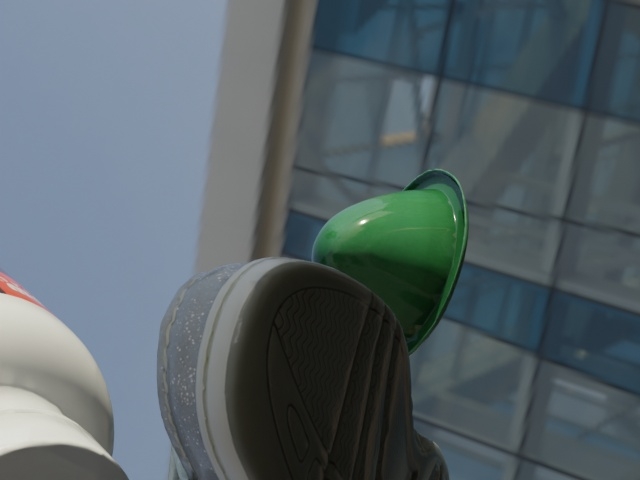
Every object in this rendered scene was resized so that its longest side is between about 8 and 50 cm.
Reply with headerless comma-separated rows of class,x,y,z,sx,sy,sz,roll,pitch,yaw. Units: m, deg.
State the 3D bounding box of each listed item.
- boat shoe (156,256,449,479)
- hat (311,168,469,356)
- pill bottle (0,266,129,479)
boat shoe,-0.015,0.098,0.643,0.320,0.103,0.118,58,-140,-64
hat,0.000,0.000,1.205,0.183,0.208,0.173,21,-69,-21
pill bottle,-0.224,0.076,0.746,0.181,0.323,0.181,-20,-55,-32
